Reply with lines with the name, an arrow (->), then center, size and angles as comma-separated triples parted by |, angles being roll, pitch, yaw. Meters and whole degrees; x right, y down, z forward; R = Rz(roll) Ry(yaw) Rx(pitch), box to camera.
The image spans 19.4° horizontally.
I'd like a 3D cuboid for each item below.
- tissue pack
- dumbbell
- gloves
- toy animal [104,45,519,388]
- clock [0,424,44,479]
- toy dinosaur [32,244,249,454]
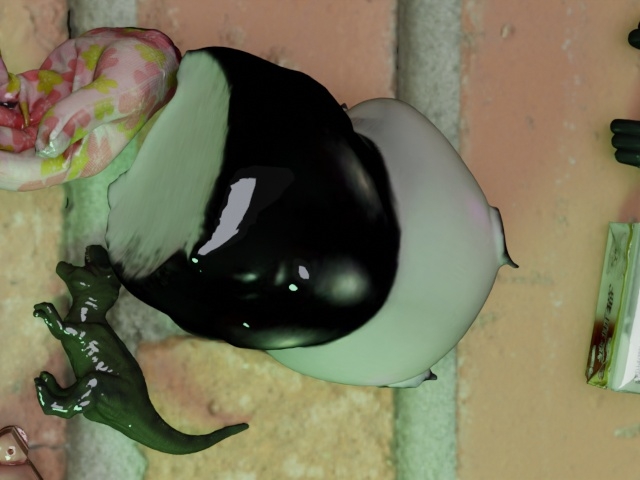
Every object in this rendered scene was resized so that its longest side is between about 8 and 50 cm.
tissue pack -> 0.302, 0.064, 1.643 | 0.106, 0.099, 0.148 | 10, 89, -10
dumbbell -> 0.311, -0.132, 1.643 | 0.099, 0.099, 0.208 | 13, 90, -8
gloves -> -0.220, -0.102, 1.510 | 0.145, 0.126, 0.241 | 36, 52, 24
toy animal -> 0.000, 0.000, 1.523 | 0.310, 0.251, 0.250 | 21, 87, -30
clock -> -0.287, 0.256, 1.565 | 0.162, 0.093, 0.166 | -34, 96, -4
toy dinosaur -> -0.154, 0.095, 1.584 | 0.179, 0.087, 0.187 | -6, 93, -7
